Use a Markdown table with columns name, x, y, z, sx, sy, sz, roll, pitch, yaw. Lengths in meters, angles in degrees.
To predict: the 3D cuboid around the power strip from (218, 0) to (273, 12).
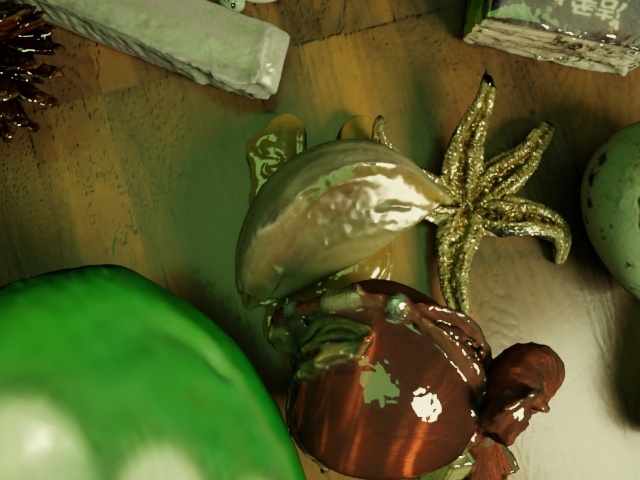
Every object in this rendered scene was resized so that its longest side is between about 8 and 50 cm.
| name | x | y | z | sx | sy | sz | roll | pitch | yaw |
| --- | --- | --- | --- | --- | --- | --- | --- | --- | --- |
| power strip | -0.060 | -0.245 | 0.574 | 0.083 | 0.035 | 0.055 | -39 | 90 | -7 |

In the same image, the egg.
| name | x | y | z | sx | sy | sz | roll | pitch | yaw |
| --- | --- | --- | --- | --- | --- | --- | --- | --- | --- |
| egg | 0.298 | -0.025 | 0.537 | 0.131 | 0.131 | 0.164 | -9 | 84 | -4 |

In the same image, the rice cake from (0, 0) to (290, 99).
| name | x | y | z | sx | sy | sz | roll | pitch | yaw |
| --- | --- | --- | --- | --- | --- | --- | --- | --- | --- |
| rice cake | -0.202 | -0.216 | 0.551 | 0.365 | 0.056 | 0.073 | 21 | 81 | -2 |

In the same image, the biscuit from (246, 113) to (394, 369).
| name | x | y | z | sx | sy | sz | roll | pitch | yaw |
| --- | --- | --- | --- | --- | --- | --- | --- | --- | --- |
| biscuit | -0.003 | 0.001 | 0.568 | 0.144 | 0.040 | 0.236 | 1 | 85 | 2 |

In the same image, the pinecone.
| name | x | y | z | sx | sy | sz | roll | pitch | yaw |
| --- | --- | --- | --- | --- | --- | --- | --- | --- | --- |
| pinecone | -0.283 | -0.141 | 0.509 | 0.140 | 0.140 | 0.121 | -4 | 115 | -4 |

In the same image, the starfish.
| name | x | y | z | sx | sy | sz | roll | pitch | yaw |
| --- | --- | --- | --- | --- | --- | --- | --- | --- | --- |
| starfish | 0.136 | -0.032 | 0.568 | 0.213 | 0.057 | 0.238 | 14 | 93 | -9 |

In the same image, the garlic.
| name | x | y | z | sx | sy | sz | roll | pitch | yaw |
| --- | --- | --- | --- | --- | --- | --- | --- | --- | --- |
| garlic | 0.001 | -0.024 | 0.509 | 0.195 | 0.087 | 0.101 | -31 | 97 | 0 |

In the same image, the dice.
| name | x | y | z | sx | sy | sz | roll | pitch | yaw |
| --- | --- | --- | --- | --- | --- | --- | --- | --- | --- |
| dice | -0.189 | 0.207 | 0.379 | 0.287 | 0.300 | 0.297 | -30 | 89 | 22 |

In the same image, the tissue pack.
| name | x | y | z | sx | sy | sz | roll | pitch | yaw |
| --- | --- | --- | --- | --- | --- | --- | --- | --- | --- |
| tissue pack | 0.238 | -0.288 | 0.576 | 0.173 | 0.073 | 0.235 | 10 | 87 | -3 |

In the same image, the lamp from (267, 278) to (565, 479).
| name | x | y | z | sx | sy | sz | roll | pitch | yaw |
| --- | --- | --- | --- | --- | --- | --- | --- | --- | --- |
| lamp | 0.060 | 0.129 | 0.486 | 0.223 | 0.215 | 0.151 | 31 | 50 | 17 |
